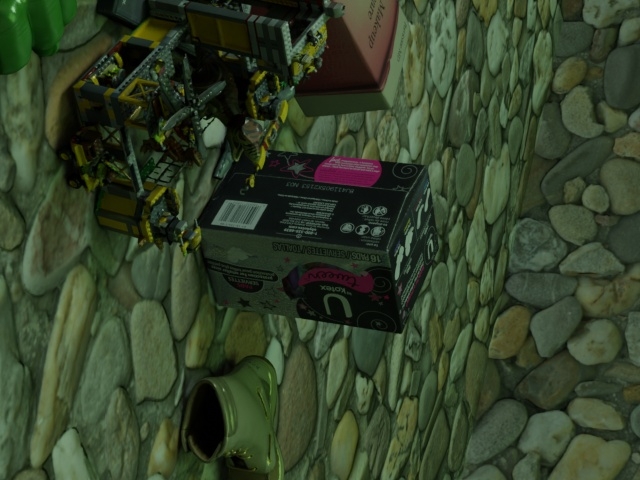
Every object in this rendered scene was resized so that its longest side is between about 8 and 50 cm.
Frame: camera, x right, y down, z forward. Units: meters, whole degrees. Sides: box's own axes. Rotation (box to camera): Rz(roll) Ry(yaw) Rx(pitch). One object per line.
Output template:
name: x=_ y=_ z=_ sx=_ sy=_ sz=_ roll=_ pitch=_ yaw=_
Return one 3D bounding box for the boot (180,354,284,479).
boot: x=-0.110 y=0.260 z=1.826 sx=0.165 sy=0.077 sz=0.213 roll=-16 pitch=107 yaw=-68

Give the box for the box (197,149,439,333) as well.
box: x=0.000 y=0.000 z=1.783 sx=0.163 sy=0.247 sz=0.142 roll=-63 pitch=150 yaw=-41

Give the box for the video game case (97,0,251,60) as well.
video game case: x=-0.141 y=-0.304 z=1.597 sx=0.274 sy=0.026 sz=0.196 roll=18 pitch=84 yaw=-64

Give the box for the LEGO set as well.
LEGO set: x=-0.093 y=-0.138 z=1.516 sx=0.331 sy=0.192 sz=0.255 roll=-48 pitch=144 yaw=-44

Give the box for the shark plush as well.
shark plush: x=-0.101 y=-0.152 z=1.790 sx=0.067 sy=0.073 sz=0.161 roll=33 pitch=86 yaw=-46

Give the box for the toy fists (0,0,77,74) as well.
toy fists: x=-0.228 y=-0.210 z=1.103 sx=0.279 sy=0.142 sz=0.096 roll=-62 pitch=151 yaw=-44

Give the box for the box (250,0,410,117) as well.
box: x=0.008 y=-0.283 z=1.827 sx=0.232 sy=0.127 sz=0.148 roll=56 pitch=39 yaw=-48
